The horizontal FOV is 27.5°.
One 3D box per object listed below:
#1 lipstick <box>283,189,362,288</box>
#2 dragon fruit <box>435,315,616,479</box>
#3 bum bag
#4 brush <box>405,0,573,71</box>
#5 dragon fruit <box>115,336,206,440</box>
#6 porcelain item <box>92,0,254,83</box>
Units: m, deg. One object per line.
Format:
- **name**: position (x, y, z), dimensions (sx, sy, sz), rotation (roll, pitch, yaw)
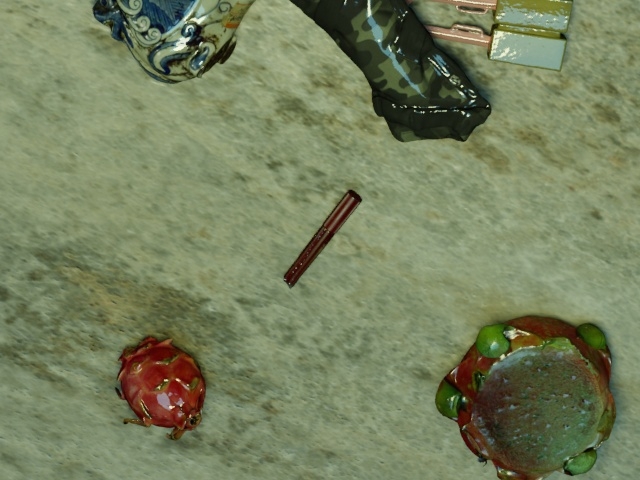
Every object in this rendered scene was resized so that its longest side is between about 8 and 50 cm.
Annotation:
- **lipstick**: position (0.000, 0.000, 1.909), dimensions (0.027, 0.027, 0.176), rotation (33, 112, -13)
- **dragon fruit**: position (0.311, 0.229, 1.947), dimensions (0.268, 0.130, 0.295), rotation (-22, 112, 10)
- **bum bag**: position (0.088, -0.260, 1.752), dimensions (0.144, 0.095, 0.340), rotation (-26, 113, 36)
- **brush**: position (0.216, -0.295, 1.762), dimensions (0.234, 0.047, 0.103), rotation (9, 113, 3)
- **dragon fruit**: position (-0.230, 0.221, 1.951), dimensions (0.133, 0.166, 0.136), rotation (5, 119, -52)
- **porcelain item**: position (-0.161, -0.345, 1.710), dimensions (0.186, 0.138, 0.288), rotation (40, 114, 3)
